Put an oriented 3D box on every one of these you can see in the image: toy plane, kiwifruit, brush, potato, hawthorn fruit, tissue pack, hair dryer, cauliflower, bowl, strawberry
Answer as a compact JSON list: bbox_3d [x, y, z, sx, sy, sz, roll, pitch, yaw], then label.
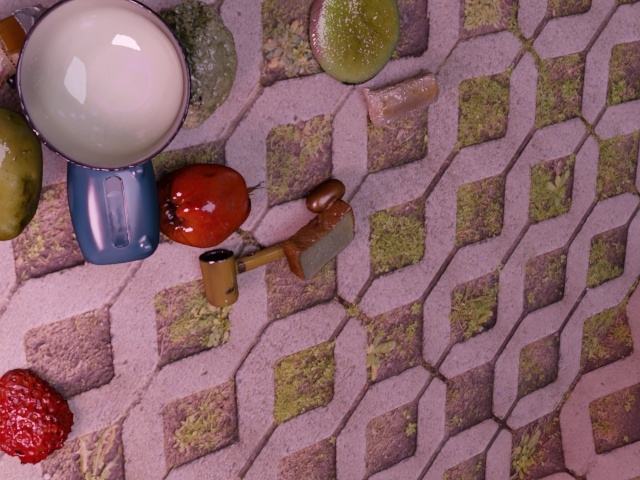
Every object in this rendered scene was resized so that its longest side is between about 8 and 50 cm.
[{"bbox_3d":[-0.642,-0.382,1.692,0.229,0.092,0.244,-40,120,-14],"label":"toy plane"},{"bbox_3d":[0.014,-0.124,2.196,0.124,0.075,0.075,-33,119,-15],"label":"kiwifruit"},{"bbox_3d":[-0.545,-0.488,1.707,0.336,0.020,0.086,-41,115,-38],"label":"brush"},{"bbox_3d":[-0.687,-0.142,1.664,0.215,0.216,0.305,-15,130,-28],"label":"potato"},{"bbox_3d":[-0.262,-0.097,1.960,0.299,0.211,0.211,-24,116,-36],"label":"hawthorn fruit"},{"bbox_3d":[-0.470,-0.087,1.814,0.198,0.206,0.288,-8,107,-22],"label":"tissue pack"},{"bbox_3d":[-0.188,0.071,2.127,0.278,0.090,0.135,-21,114,-33],"label":"hair dryer"},{"bbox_3d":[-0.317,-0.409,1.826,0.250,0.272,0.275,12,82,-4],"label":"cauliflower"},{"bbox_3d":[-0.434,-0.332,1.672,0.353,0.185,0.354,0,103,-1],"label":"bowl"},{"bbox_3d":[-0.688,0.425,1.889,0.190,0.111,0.237,-24,115,-23],"label":"strawberry"}]

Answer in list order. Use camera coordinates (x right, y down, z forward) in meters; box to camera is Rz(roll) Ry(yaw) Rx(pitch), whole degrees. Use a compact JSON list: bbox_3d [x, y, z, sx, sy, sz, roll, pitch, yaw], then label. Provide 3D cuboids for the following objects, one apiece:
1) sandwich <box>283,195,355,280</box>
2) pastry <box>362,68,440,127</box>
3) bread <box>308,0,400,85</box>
[{"bbox_3d":[0.000,0.000,2.184,0.214,0.065,0.186,-41,153,-19],"label":"sandwich"},{"bbox_3d":[0.241,-0.404,2.257,0.258,0.089,0.122,-20,126,-23],"label":"pastry"},{"bbox_3d":[0.095,-0.567,2.139,0.301,0.045,0.302,-10,110,-29],"label":"bread"}]
